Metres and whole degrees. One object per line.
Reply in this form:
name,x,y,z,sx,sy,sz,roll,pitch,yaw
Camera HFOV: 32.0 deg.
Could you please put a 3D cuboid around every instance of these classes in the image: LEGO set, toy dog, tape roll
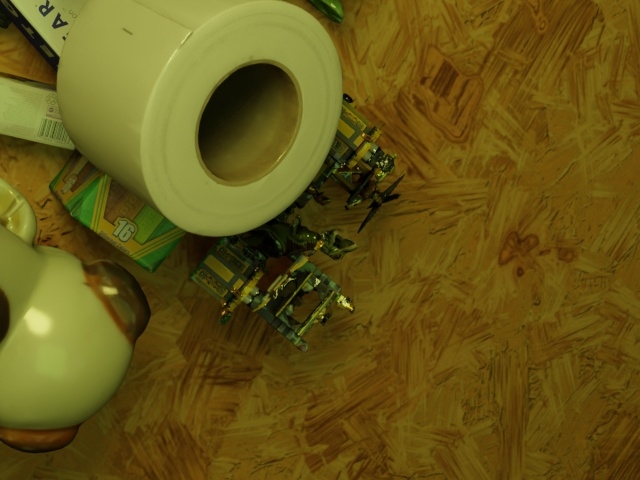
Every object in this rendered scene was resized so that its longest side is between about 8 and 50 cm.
LEGO set,0.000,0.000,1.378,0.192,0.255,0.331,40,76,-4
toy dog,-0.368,0.052,1.155,0.408,0.395,0.285,35,77,-44
tape roll,-0.121,-0.146,1.135,0.246,0.169,0.246,-24,130,-32

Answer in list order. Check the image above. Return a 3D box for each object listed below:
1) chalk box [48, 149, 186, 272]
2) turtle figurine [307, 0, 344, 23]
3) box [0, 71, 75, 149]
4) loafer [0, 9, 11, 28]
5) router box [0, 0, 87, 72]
chalk box,-0.196,-0.095,1.322,0.132,0.132,0.213,38,90,-30
turtle figurine,0.111,-0.370,1.329,0.274,0.197,0.266,44,80,-28
box,-0.422,-0.169,1.228,0.323,0.063,0.067,11,102,-28
loafer,-0.382,-0.306,1.201,0.061,0.062,0.170,-43,122,-11
router box,-0.231,-0.353,1.191,0.301,0.082,0.335,-46,112,-14
